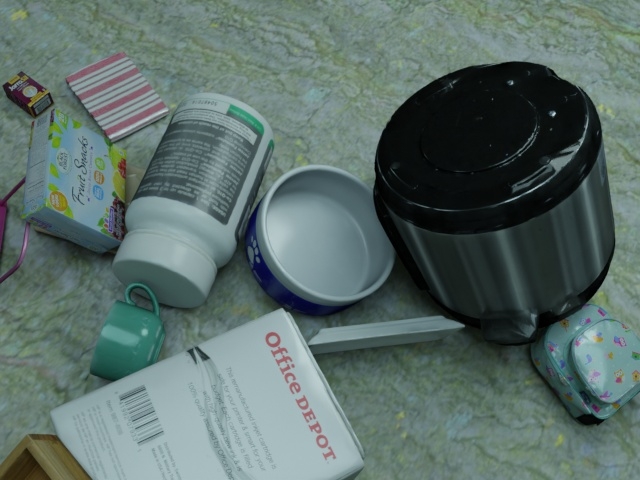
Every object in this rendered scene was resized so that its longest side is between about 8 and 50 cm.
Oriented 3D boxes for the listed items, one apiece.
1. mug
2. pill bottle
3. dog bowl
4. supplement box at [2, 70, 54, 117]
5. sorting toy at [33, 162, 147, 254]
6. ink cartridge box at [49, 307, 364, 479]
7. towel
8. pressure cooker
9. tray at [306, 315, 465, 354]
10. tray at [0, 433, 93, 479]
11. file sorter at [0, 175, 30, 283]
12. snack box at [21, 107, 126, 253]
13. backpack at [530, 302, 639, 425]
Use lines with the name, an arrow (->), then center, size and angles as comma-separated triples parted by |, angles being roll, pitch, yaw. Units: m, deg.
mug -> -0.313, 0.165, 1.223 | 0.097, 0.157, 0.129 | 19, 22, -7
pill bottle -> -0.229, -0.074, 1.330 | 0.204, 0.204, 0.361 | 16, 61, 3
dog bowl -> 0.000, 0.000, 1.329 | 0.265, 0.104, 0.264 | 10, 64, -22
supplement box -> -0.601, -0.300, 1.502 | 0.083, 0.043, 0.055 | 35, 65, 13
sorting toy -> -0.418, -0.071, 1.407 | 0.208, 0.038, 0.193 | 14, 61, 7
ink cartridge box -> -0.170, 0.326, 1.144 | 0.395, 0.166, 0.285 | -23, 67, -16
towel -> -0.427, -0.302, 1.534 | 0.144, 0.029, 0.197 | -32, 72, -21
pressure cooker -> 0.317, -0.043, 1.268 | 0.370, 0.420, 0.375 | -41, 45, -9
tray -> 0.101, 0.164, 1.270 | 0.271, 0.145, 0.030 | -5, 74, -9
tray -> -0.452, 0.487, 0.982 | 0.203, 0.076, 0.411 | 40, 88, 23
file sorter -> -0.650, -0.051, 1.209 | 0.291, 0.182, 0.202 | 19, 54, -38
snack box -> -0.433, -0.103, 1.301 | 0.070, 0.174, 0.207 | -23, 57, 25
backpack -> 0.478, 0.208, 1.292 | 0.166, 0.144, 0.188 | -33, 67, -15
